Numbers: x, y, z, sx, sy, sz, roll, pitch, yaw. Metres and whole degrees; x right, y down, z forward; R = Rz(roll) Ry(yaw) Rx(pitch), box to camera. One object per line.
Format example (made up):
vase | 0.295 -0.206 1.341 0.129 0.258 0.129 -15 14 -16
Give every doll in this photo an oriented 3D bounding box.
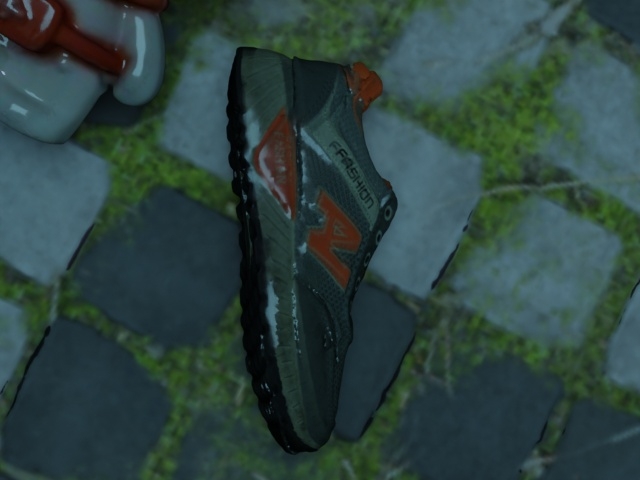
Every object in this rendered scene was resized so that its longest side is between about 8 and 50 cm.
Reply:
doll | -0.082 -0.188 0.649 0.161 0.130 0.290 32 97 5

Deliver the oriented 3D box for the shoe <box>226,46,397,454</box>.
shoe | 0.000 0.002 0.669 0.077 0.074 0.194 -5 83 -10
